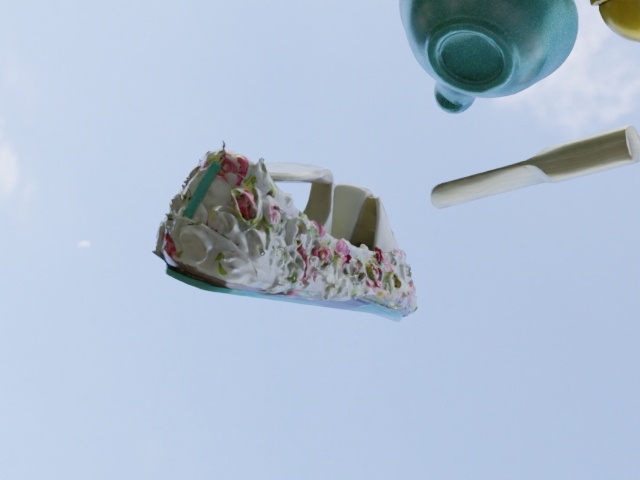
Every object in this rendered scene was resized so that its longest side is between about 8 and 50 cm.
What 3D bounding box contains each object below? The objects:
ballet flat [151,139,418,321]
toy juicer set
[{"bbox_3d":[0.000,0.000,0.663,0.091,0.241,0.077,17,-90,26],"label":"ballet flat"},{"bbox_3d":[0.154,-0.156,0.860,0.209,0.089,0.329,3,-43,24],"label":"toy juicer set"}]
